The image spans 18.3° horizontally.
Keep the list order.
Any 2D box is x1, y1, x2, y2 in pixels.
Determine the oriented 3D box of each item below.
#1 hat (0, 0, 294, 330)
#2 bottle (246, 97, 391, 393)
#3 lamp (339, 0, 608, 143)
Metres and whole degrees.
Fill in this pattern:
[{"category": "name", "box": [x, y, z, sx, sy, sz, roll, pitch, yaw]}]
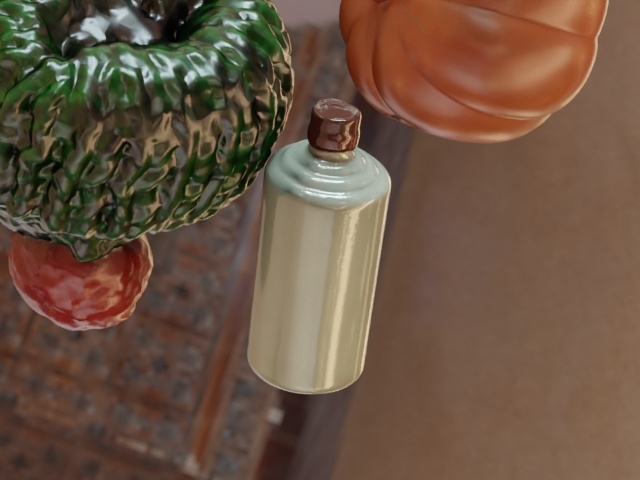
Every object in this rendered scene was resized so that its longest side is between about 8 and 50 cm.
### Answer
[{"category": "hat", "box": [-0.178, -0.072, 1.635, 0.332, 0.274, 0.242, 110, 146, -43]}, {"category": "bottle", "box": [0.000, 0.000, 1.611, 0.104, 0.104, 0.245, -97, 12, -59]}, {"category": "lamp", "box": [0.094, -0.159, 1.343, 0.187, 0.164, 0.188, -16, 70, 54]}]
